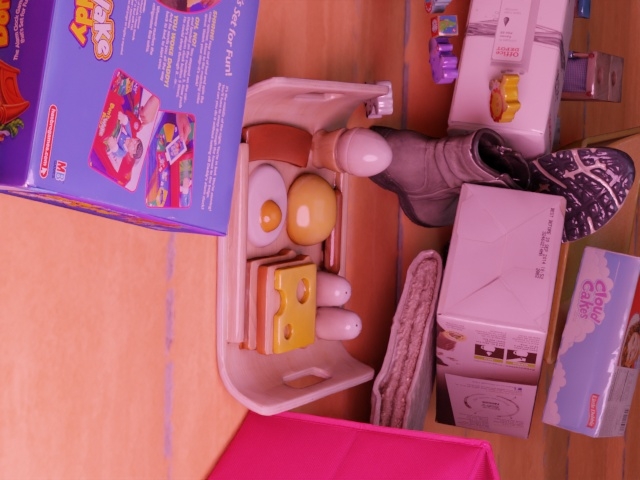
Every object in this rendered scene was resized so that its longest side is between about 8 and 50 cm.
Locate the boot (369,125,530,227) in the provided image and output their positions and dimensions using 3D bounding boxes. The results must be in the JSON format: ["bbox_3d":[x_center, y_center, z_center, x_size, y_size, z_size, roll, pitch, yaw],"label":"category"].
[{"bbox_3d":[0.167,-0.065,1.343,0.246,0.161,0.084,28,71,-58],"label":"boot"}]

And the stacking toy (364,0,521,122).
[{"bbox_3d":[0.130,-0.237,1.279,0.166,0.052,0.221,-3,93,-16],"label":"stacking toy"}]

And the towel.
[{"bbox_3d":[0.093,0.173,1.307,0.187,0.049,0.282,85,19,-53],"label":"towel"}]

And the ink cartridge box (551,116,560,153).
[{"bbox_3d":[0.337,-0.143,1.753,0.048,0.028,0.083,-12,104,-58],"label":"ink cartridge box"}]

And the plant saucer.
[{"bbox_3d":[0.393,-0.009,1.788,0.332,0.081,0.333,-15,115,-58],"label":"plant saucer"}]

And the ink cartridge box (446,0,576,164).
[{"bbox_3d":[0.243,-0.232,1.450,0.207,0.117,0.283,52,48,-72],"label":"ink cartridge box"}]

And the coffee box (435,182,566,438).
[{"bbox_3d":[0.201,0.090,1.338,0.297,0.118,0.168,80,21,-59],"label":"coffee box"}]

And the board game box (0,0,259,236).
[{"bbox_3d":[-0.141,-0.191,0.883,0.233,0.078,0.347,17,80,-59],"label":"board game box"}]

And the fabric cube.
[{"bbox_3d":[0.016,0.339,1.053,0.258,0.259,0.254,-57,139,-42],"label":"fabric cube"}]

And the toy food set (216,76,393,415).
[{"bbox_3d":[0.000,0.000,1.135,0.219,0.092,0.306,-9,102,-59],"label":"toy food set"}]

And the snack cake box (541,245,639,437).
[{"bbox_3d":[0.417,0.152,1.726,0.152,0.089,0.265,17,87,-60],"label":"snack cake box"}]

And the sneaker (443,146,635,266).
[{"bbox_3d":[0.273,-0.045,1.447,0.110,0.283,0.122,55,42,-1],"label":"sneaker"}]

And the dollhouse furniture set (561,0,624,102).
[{"bbox_3d":[0.346,-0.290,1.648,0.129,0.129,0.184,-6,101,-59],"label":"dollhouse furniture set"}]
